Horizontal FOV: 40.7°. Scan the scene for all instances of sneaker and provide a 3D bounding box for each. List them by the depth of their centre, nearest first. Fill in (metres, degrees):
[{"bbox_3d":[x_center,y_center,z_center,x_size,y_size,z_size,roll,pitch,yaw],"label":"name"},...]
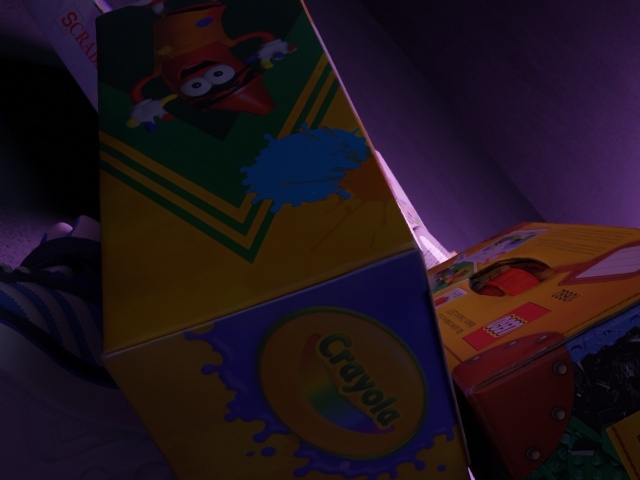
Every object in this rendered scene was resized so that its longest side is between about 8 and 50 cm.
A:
[{"bbox_3d":[-0.227,0.055,0.620,0.322,0.130,0.236,28,22,-36],"label":"sneaker"}]

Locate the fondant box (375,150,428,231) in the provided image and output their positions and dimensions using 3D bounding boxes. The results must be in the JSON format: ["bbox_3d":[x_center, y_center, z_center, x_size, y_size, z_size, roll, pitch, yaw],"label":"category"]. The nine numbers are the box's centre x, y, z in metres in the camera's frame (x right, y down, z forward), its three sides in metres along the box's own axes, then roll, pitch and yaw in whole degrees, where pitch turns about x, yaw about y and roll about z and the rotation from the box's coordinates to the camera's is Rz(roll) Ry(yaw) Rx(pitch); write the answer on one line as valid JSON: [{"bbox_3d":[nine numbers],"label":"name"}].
[{"bbox_3d":[0.012,-0.104,1.418,0.330,0.096,0.238,24,29,-43],"label":"fondant box"}]

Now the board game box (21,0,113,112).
[{"bbox_3d":[-0.204,-0.164,1.012,0.318,0.066,0.319,53,2,19],"label":"board game box"}]

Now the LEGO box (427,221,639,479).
[{"bbox_3d":[0.239,0.190,0.724,0.373,0.193,0.500,62,0,-2],"label":"LEGO box"}]

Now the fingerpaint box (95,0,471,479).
[{"bbox_3d":[-0.013,0.076,0.653,0.371,0.163,0.445,-109,180,-49],"label":"fingerpaint box"}]

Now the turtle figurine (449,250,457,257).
[{"bbox_3d":[0.313,0.102,1.614,0.217,0.087,0.270,11,39,-57],"label":"turtle figurine"}]

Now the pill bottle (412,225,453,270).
[{"bbox_3d":[0.183,0.100,1.305,0.229,0.131,0.131,46,20,0],"label":"pill bottle"}]
